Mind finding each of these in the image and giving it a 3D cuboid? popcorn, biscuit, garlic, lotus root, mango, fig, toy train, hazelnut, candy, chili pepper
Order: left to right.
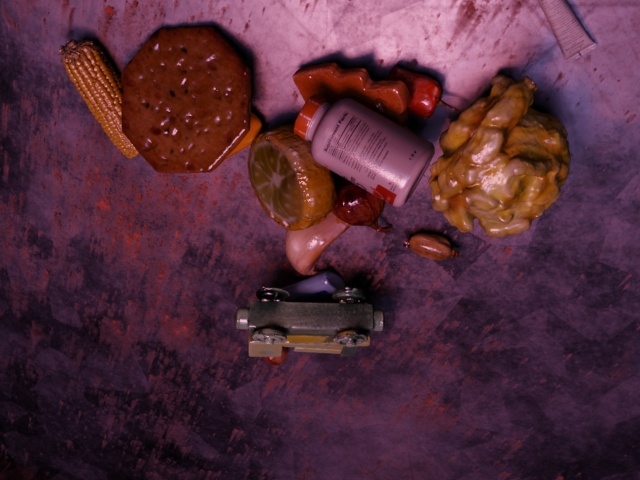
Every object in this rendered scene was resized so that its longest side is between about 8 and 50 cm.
[{"bbox_3d":[-0.315,-0.326,1.561,0.359,0.046,0.359,2,96,17],"label":"biscuit"},{"bbox_3d":[-0.247,-0.264,1.628,0.217,0.102,0.141,-7,91,9],"label":"mango"},{"bbox_3d":[-0.141,0.340,2.049,0.086,0.086,0.086,8,126,11],"label":"hazelnut"},{"bbox_3d":[-0.072,-0.150,1.599,0.260,0.118,0.260,34,136,40],"label":"candy"},{"bbox_3d":[-0.032,0.229,1.812,0.397,0.160,0.253,1,154,-5],"label":"toy train"},{"bbox_3d":[-0.014,0.002,1.753,0.164,0.145,0.245,6,136,-29],"label":"garlic"},{"bbox_3d":[0.073,-0.303,1.516,0.306,0.043,0.284,34,149,3],"label":"biscuit"},{"bbox_3d":[0.106,-0.072,1.659,0.146,0.134,0.201,-3,132,29],"label":"fig"},{"bbox_3d":[0.228,-0.315,1.475,0.192,0.084,0.086,24,170,4],"label":"chili pepper"},{"bbox_3d":[0.286,0.016,1.701,0.151,0.063,0.072,15,165,1],"label":"lotus root"},{"bbox_3d":[0.386,-0.165,1.417,0.279,0.274,0.335,39,125,-15],"label":"popcorn"}]

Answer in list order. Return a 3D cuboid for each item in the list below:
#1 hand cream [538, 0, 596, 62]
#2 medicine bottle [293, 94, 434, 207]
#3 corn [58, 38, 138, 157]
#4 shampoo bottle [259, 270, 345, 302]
[{"bbox_3d":[0.479,-0.448,1.339,0.067,0.042,0.194,-30,117,22],"label":"hand cream"},{"bbox_3d":[0.087,-0.203,1.441,0.288,0.157,0.157,31,128,9],"label":"medicine bottle"},{"bbox_3d":[-0.526,-0.351,1.654,0.115,0.115,0.318,-12,122,23],"label":"corn"},{"bbox_3d":[-0.062,0.154,1.887,0.258,0.061,0.104,-22,151,28],"label":"shampoo bottle"}]
